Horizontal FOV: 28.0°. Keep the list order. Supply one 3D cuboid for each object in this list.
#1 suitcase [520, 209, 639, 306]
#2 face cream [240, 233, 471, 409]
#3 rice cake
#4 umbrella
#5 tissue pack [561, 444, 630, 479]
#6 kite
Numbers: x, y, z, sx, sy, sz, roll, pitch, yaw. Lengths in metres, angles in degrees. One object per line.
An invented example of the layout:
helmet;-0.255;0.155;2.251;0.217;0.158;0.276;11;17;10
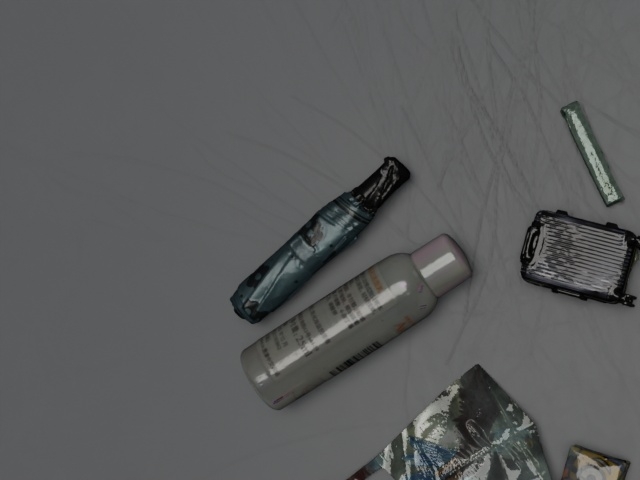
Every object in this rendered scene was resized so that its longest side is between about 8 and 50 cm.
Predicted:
suitcase;0.277;0.019;1.356;0.126;0.059;0.086;15;88;18
face cream;0.042;0.084;1.398;0.269;0.082;0.082;-33;77;10
rice cake;0.292;-0.093;1.381;0.022;0.021;0.121;-25;81;6
umbrella;0.001;0.001;1.433;0.250;0.053;0.052;-42;84;6
tissue pack;0.281;0.262;1.341;0.063;0.035;0.083;15;88;18
kite;0.102;0.284;1.384;0.310;0.015;0.169;-38;67;9
